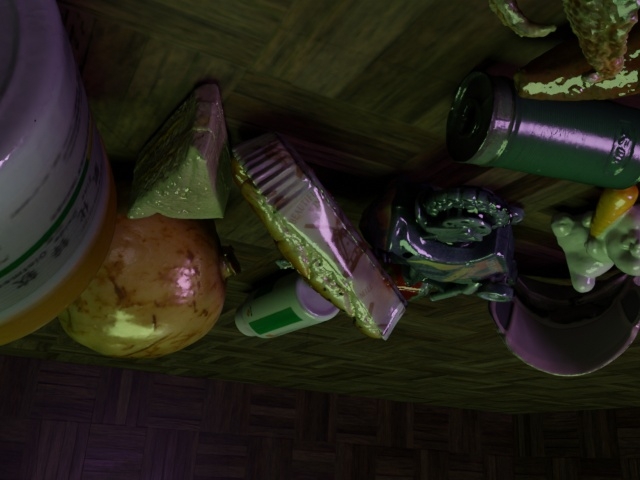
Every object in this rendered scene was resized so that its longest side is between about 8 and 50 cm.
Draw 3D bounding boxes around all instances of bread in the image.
[{"bbox_3d":[-0.140,-0.079,0.570,0.105,0.077,0.152,3,159,-1],"label":"bread"}]

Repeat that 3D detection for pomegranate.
[{"bbox_3d":[-0.199,0.028,0.715,0.215,0.215,0.215,3,160,1],"label":"pomegranate"}]

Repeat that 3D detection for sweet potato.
[{"bbox_3d":[0.247,-0.138,0.375,0.255,0.058,0.078,-21,128,41],"label":"sweet potato"}]

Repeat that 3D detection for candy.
[{"bbox_3d":[0.077,0.052,0.917,0.292,0.059,0.086,7,161,-7],"label":"candy"}]

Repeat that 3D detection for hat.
[{"bbox_3d":[0.345,0.110,0.846,0.219,0.226,0.164,-3,138,23],"label":"hat"}]

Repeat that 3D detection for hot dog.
[{"bbox_3d":[0.000,0.000,0.634,0.268,0.075,0.144,50,-179,-28],"label":"hot dog"}]

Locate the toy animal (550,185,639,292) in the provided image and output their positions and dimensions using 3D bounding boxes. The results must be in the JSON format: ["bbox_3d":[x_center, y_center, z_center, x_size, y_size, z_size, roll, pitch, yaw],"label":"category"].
[{"bbox_3d":[0.357,-0.017,0.673,0.127,0.131,0.181,-22,-174,-37],"label":"toy animal"}]

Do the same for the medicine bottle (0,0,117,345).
[{"bbox_3d":[-0.269,-0.059,0.407,0.237,0.238,0.232,7,159,-9],"label":"medicine bottle"}]

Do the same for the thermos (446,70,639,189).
[{"bbox_3d":[0.202,-0.082,0.509,0.187,0.073,0.083,8,158,-14],"label":"thermos"}]

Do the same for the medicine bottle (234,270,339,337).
[{"bbox_3d":[-0.065,0.113,1.056,0.095,0.095,0.260,15,156,-29],"label":"medicine bottle"}]

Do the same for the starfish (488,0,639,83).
[{"bbox_3d":[0.154,-0.161,0.313,0.150,0.053,0.210,24,157,32],"label":"starfish"}]

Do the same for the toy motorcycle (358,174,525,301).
[{"bbox_3d":[0.142,0.001,0.716,0.173,0.108,0.307,6,163,20],"label":"toy motorcycle"}]
